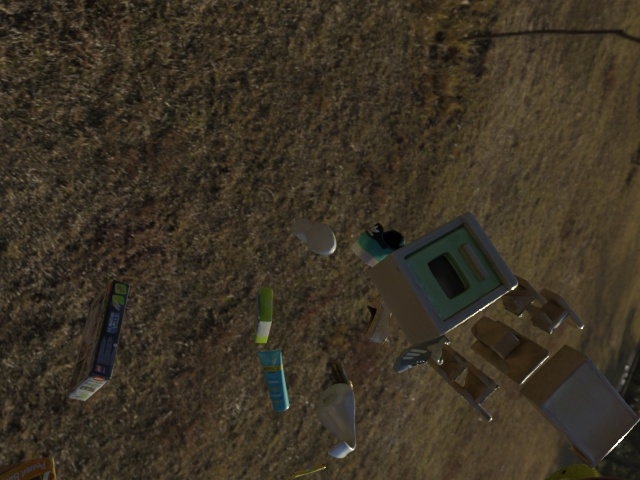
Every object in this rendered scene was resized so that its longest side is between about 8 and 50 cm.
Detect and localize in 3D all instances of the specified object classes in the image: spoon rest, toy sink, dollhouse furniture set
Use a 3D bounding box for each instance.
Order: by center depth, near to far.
[{"bbox_3d":[0.231,0.052,0.830,0.234,0.131,0.152,-25,79,-21],"label":"toy sink"},{"bbox_3d":[0.563,0.348,1.253,0.362,0.394,0.256,-45,108,-2],"label":"dollhouse furniture set"},{"bbox_3d":[0.051,0.523,1.386,0.137,0.276,0.084,-39,108,10],"label":"spoon rest"}]

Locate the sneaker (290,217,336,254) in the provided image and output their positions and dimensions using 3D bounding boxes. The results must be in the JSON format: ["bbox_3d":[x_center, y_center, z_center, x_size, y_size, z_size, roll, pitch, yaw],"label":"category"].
[{"bbox_3d":[0.000,0.000,1.332,0.080,0.212,0.094,-48,122,-3],"label":"sneaker"}]

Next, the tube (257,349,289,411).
[{"bbox_3d":[-0.146,0.448,1.538,0.052,0.080,0.206,-58,139,-74],"label":"tube"}]

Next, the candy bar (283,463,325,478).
[{"bbox_3d":[-0.049,0.775,1.596,0.162,0.040,0.018,5,58,-41],"label":"candy bar"}]

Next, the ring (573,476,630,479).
[{"bbox_3d":[0.330,0.421,0.472,0.336,0.337,0.032,-43,161,-25],"label":"ring"}]

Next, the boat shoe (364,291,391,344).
[{"bbox_3d":[0.143,0.167,1.172,0.063,0.059,0.169,114,-10,-60],"label":"boat shoe"}]

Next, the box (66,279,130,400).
[{"bbox_3d":[-0.431,0.191,0.930,0.036,0.206,0.114,28,129,-34],"label":"box"}]

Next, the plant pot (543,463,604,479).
[{"bbox_3d":[0.712,0.770,1.168,0.367,0.353,0.366,-40,170,-9],"label":"plant pot"}]

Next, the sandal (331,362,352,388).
[{"bbox_3d":[0.090,0.540,1.794,0.049,0.072,0.179,-19,97,-47],"label":"sandal"}]

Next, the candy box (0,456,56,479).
[{"bbox_3d":[-0.735,0.593,1.010,0.087,0.182,0.317,-45,146,23],"label":"candy box"}]

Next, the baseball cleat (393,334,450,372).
[{"bbox_3d":[0.324,0.374,1.526,0.072,0.109,0.206,29,108,-41],"label":"baseball cleat"}]

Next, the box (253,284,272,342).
[{"bbox_3d":[-0.170,0.217,1.399,0.043,0.108,0.178,4,145,-11],"label":"box"}]

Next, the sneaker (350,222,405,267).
[{"bbox_3d":[0.230,0.046,1.432,0.302,0.108,0.121,28,110,-41],"label":"sneaker"}]
